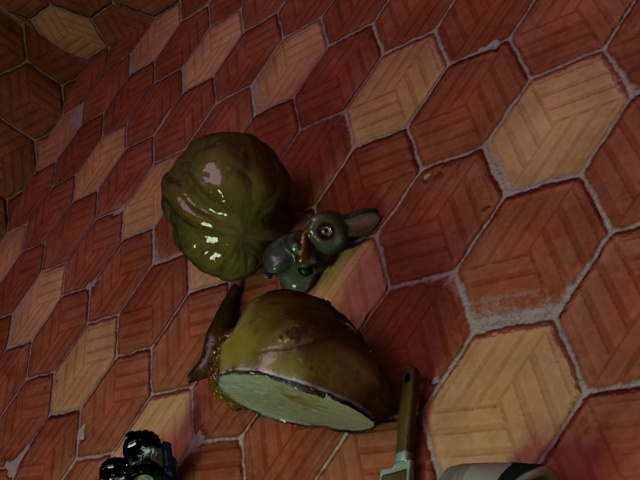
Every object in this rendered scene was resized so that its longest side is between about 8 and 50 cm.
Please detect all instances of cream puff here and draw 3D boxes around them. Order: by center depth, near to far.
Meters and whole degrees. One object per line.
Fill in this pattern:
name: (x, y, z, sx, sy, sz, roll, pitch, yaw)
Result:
cream puff: (-0.143, 0.224, 1.964, 0.150, 0.115, 0.165, -49, 29, 14)

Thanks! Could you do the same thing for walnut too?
walnut: (-0.188, -0.074, 2.191, 0.282, 0.253, 0.277, -47, 30, 11)

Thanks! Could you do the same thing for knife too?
knife: (0.113, 0.341, 1.572, 0.061, 0.027, 0.343, -25, 44, 38)

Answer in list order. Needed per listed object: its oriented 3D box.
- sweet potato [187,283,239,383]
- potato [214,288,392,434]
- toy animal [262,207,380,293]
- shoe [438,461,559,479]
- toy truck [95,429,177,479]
sweet potato: (-0.195, 0.179, 2.146, 0.069, 0.059, 0.249, -37, 28, 50)
potato: (-0.020, 0.176, 1.717, 0.300, 0.246, 0.196, -2, 62, 47)
toy animal: (-0.010, -0.002, 2.012, 0.236, 0.108, 0.138, -47, 30, 11)
shoe: (0.208, 0.420, 1.270, 0.160, 0.132, 0.363, -21, 39, 36)
toy truck: (-0.344, 0.459, 2.003, 0.208, 0.126, 0.113, -47, 31, 21)
